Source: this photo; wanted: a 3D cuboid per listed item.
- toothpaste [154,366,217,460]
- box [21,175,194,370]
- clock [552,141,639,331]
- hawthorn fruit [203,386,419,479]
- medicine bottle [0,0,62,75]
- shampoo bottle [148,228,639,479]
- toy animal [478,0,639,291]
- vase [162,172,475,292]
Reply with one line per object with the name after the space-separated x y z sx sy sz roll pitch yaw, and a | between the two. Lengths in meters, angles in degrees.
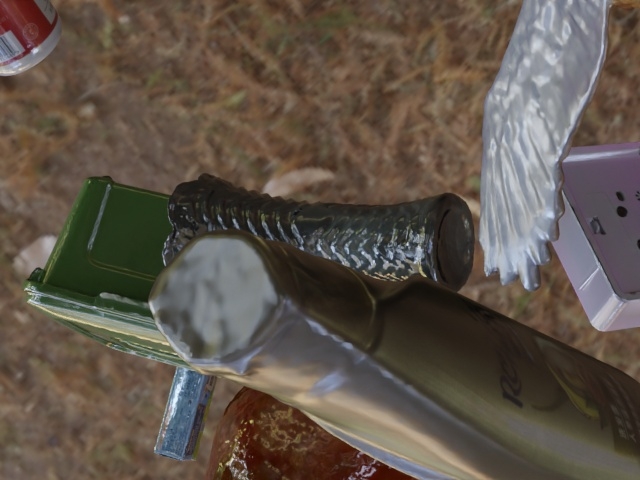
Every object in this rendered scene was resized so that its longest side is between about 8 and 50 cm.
-0.159 0.186 1.804 0.044 0.070 0.193 14 88 19 | toothpaste
-0.141 0.051 1.588 0.329 0.253 0.178 11 79 18 | box
0.318 -0.007 1.463 0.063 0.150 0.197 114 142 -49 | clock
0.009 0.213 0.998 0.224 0.261 0.224 10 135 10 | hawthorn fruit
-0.464 -0.351 1.893 0.131 0.131 0.250 -6 135 29 | medicine bottle
0.064 0.075 0.705 0.084 0.350 0.125 -46 47 17 | shampoo bottle
0.164 -0.126 0.714 0.225 0.284 0.302 -27 99 -6 | toy animal
0.000 0.000 1.110 0.237 0.115 0.115 1 118 33 | vase
